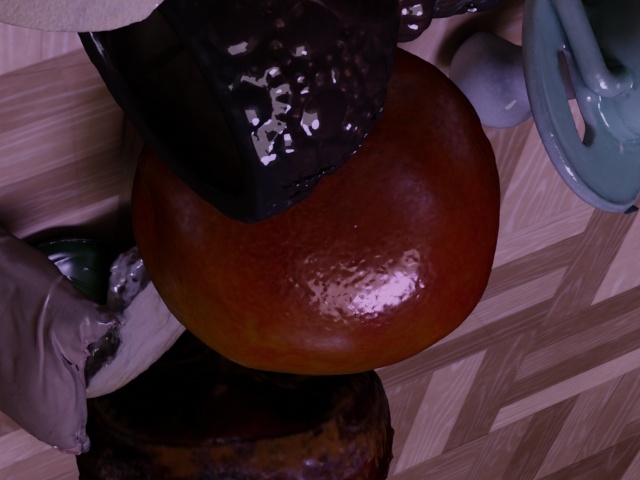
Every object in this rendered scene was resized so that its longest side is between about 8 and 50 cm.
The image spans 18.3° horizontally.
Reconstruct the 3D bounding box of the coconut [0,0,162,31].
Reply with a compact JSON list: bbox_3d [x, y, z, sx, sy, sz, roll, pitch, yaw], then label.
[{"bbox_3d":[-0.159,-0.246,1.181,0.237,0.237,0.266,-17,147,-27],"label":"coconut"}]

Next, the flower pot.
[{"bbox_3d":[-0.017,-0.188,1.445,0.267,0.266,0.266,-36,158,-17],"label":"flower pot"}]

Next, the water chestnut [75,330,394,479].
[{"bbox_3d":[-0.092,0.180,2.058,0.350,0.350,0.302,-17,116,-27],"label":"water chestnut"}]

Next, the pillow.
[{"bbox_3d":[-0.265,0.087,1.797,0.067,0.173,0.270,-50,171,-35],"label":"pillow"}]

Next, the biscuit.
[{"bbox_3d":[-0.149,0.046,1.896,0.265,0.040,0.188,-53,159,-1],"label":"biscuit"}]

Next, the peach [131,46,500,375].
[{"bbox_3d":[-0.008,-0.029,1.727,0.332,0.307,0.308,8,139,-30],"label":"peach"}]

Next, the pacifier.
[{"bbox_3d":[0.234,-0.176,1.836,0.269,0.288,0.343,-7,-165,35],"label":"pacifier"}]

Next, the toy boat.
[{"bbox_3d":[-0.217,0.041,1.890,0.104,0.052,0.210,-42,153,16],"label":"toy boat"}]
